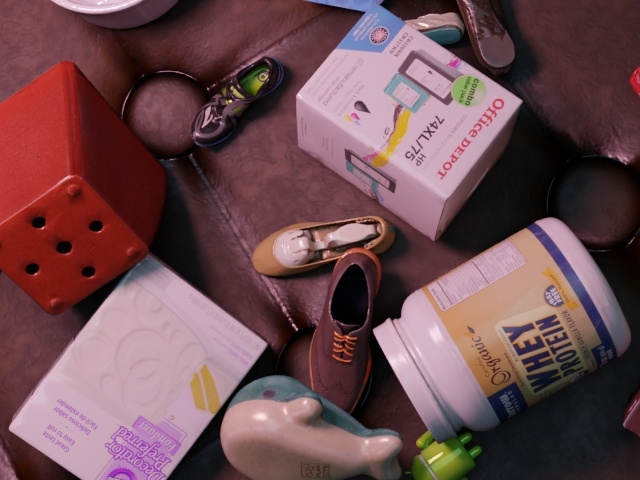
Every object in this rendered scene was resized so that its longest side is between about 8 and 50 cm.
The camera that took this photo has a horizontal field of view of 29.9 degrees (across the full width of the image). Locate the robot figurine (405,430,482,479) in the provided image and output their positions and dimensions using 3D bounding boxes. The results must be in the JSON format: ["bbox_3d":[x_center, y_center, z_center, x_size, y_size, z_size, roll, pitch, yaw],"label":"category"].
[{"bbox_3d":[0.185,0.331,1.788,0.115,0.067,0.101,-37,86,1],"label":"robot figurine"}]

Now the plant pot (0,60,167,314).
[{"bbox_3d":[-0.388,-0.052,1.774,0.267,0.267,0.235,-33,38,7],"label":"plant pot"}]

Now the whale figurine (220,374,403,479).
[{"bbox_3d":[-0.008,0.282,1.776,0.272,0.216,0.141,6,45,9],"label":"whale figurine"}]

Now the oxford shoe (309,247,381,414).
[{"bbox_3d":[0.030,0.148,1.806,0.097,0.098,0.271,8,98,6],"label":"oxford shoe"}]

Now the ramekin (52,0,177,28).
[{"bbox_3d":[-0.338,-0.482,1.959,0.277,0.135,0.277,-1,80,8],"label":"ramekin"}]

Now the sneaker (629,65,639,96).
[{"bbox_3d":[0.518,-0.186,1.831,0.128,0.087,0.221,25,73,19],"label":"sneaker"}]

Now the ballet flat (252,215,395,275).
[{"bbox_3d":[0.000,0.000,1.865,0.232,0.073,0.080,-14,79,6],"label":"ballet flat"}]

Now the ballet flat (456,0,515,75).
[{"bbox_3d":[0.257,-0.375,1.906,0.084,0.058,0.249,-15,74,2],"label":"ballet flat"}]

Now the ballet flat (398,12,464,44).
[{"bbox_3d":[0.146,-0.334,1.918,0.168,0.057,0.052,-4,52,3],"label":"ballet flat"}]

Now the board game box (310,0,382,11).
[{"bbox_3d":[0.038,-0.437,1.954,0.169,0.033,0.133,11,78,4],"label":"board game box"}]

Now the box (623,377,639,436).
[{"bbox_3d":[0.559,0.229,1.682,0.203,0.168,0.167,31,105,11],"label":"box"}]

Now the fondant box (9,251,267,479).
[{"bbox_3d":[-0.273,0.213,1.816,0.238,0.096,0.330,38,88,-11],"label":"fondant box"}]

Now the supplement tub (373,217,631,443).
[{"bbox_3d":[0.258,0.134,1.728,0.316,0.228,0.228,-30,78,2],"label":"supplement tub"}]

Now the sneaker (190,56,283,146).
[{"bbox_3d":[-0.140,-0.229,1.919,0.188,0.078,0.067,-43,78,0],"label":"sneaker"}]

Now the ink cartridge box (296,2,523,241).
[{"bbox_3d":[0.129,-0.173,1.798,0.270,0.197,0.198,35,75,11],"label":"ink cartridge box"}]
